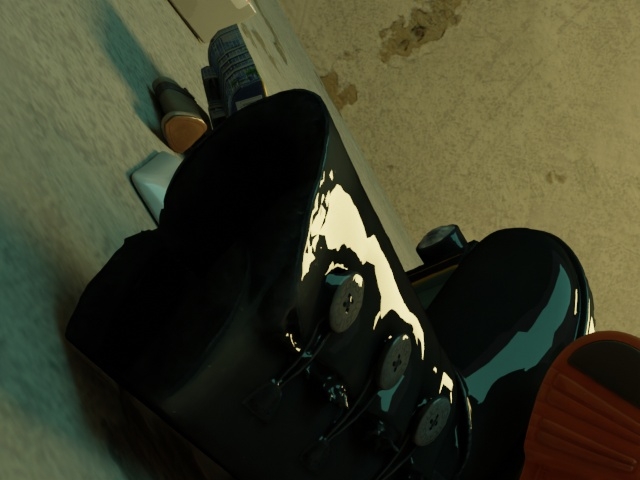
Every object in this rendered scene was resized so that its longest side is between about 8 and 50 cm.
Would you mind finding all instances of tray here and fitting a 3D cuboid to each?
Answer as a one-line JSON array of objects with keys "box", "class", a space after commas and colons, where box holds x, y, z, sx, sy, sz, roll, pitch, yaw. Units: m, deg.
[{"box": [-0.074, 0.040, 1.038, 0.270, 0.030, 0.145, 60, 8, -10], "class": "tray"}]

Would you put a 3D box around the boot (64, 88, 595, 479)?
[{"box": [0.049, 0.042, 0.856, 0.445, 0.146, 0.367, 50, 55, -45], "class": "boot"}]

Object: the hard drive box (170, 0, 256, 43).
[{"box": [-0.192, -0.413, 1.602, 0.181, 0.089, 0.232, 50, 14, -48], "class": "hard drive box"}]

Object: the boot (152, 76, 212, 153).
[{"box": [-0.143, -0.129, 1.162, 0.087, 0.042, 0.118, 58, 6, 23], "class": "boot"}]

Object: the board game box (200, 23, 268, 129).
[{"box": [-0.086, -0.123, 1.261, 0.194, 0.060, 0.194, -115, -171, -55], "class": "board game box"}]

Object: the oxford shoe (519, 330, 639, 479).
[{"box": [0.184, 0.255, 0.901, 0.130, 0.364, 0.133, 24, -12, 28], "class": "oxford shoe"}]

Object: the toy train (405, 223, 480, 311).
[{"box": [0.183, 0.148, 1.207, 0.334, 0.142, 0.190, 60, 33, -11], "class": "toy train"}]
